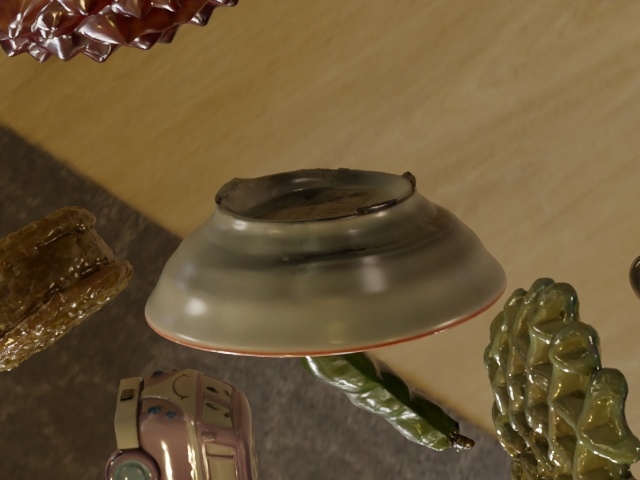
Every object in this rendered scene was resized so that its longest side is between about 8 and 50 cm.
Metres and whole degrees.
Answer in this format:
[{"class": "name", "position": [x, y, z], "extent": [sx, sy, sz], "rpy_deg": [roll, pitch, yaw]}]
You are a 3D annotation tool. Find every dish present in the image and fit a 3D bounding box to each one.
[{"class": "dish", "position": [0.000, 0.000, 1.212], "extent": [0.260, 0.260, 0.085], "rpy_deg": [-2, 106, 13]}]

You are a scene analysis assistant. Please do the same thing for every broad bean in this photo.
[{"class": "broad bean", "position": [0.046, 0.126, 1.468], "extent": [0.254, 0.065, 0.046], "rpy_deg": [38, 79, -44]}]

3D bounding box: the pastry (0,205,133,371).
[{"class": "pastry", "position": [-0.280, 0.046, 1.658], "extent": [0.189, 0.189, 0.103], "rpy_deg": [-36, 88, 25]}]

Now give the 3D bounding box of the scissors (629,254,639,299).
[{"class": "scissors", "position": [0.329, 0.050, 1.249], "extent": [0.220, 0.017, 0.088], "rpy_deg": [33, 107, 32]}]

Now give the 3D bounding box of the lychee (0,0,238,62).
[{"class": "lychee", "position": [-0.177, -0.382, 1.302], "extent": [0.425, 0.424, 0.499], "rpy_deg": [4, 75, 11]}]

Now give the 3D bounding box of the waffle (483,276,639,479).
[{"class": "waffle", "position": [0.214, 0.181, 1.501], "extent": [0.056, 0.309, 0.291], "rpy_deg": [-14, 83, -10]}]

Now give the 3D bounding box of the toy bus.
[{"class": "toy bus", "position": [-0.132, 0.234, 1.683], "extent": [0.142, 0.142, 0.202], "rpy_deg": [-6, 110, 1]}]
